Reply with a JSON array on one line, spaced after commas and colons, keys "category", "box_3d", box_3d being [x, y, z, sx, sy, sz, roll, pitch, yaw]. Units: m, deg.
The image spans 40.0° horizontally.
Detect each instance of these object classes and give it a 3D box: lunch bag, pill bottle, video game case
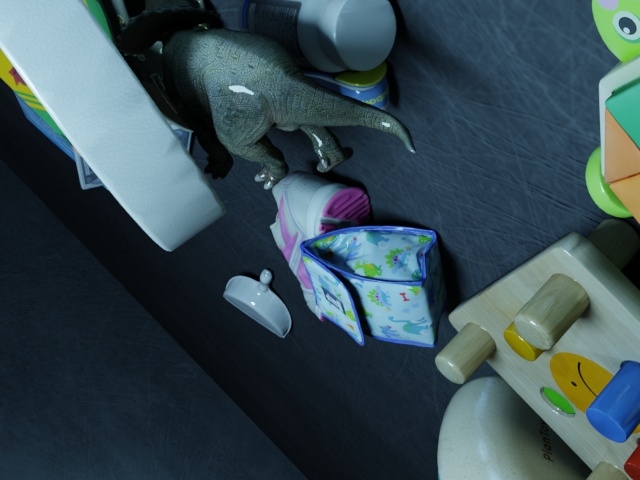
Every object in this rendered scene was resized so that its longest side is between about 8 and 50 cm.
[{"category": "lunch bag", "box_3d": [0.058, 0.051, 0.993, 0.151, 0.096, 0.129, 7, 142, 20]}, {"category": "pill bottle", "box_3d": [-0.003, -0.187, 0.755, 0.137, 0.078, 0.078, 26, 151, 49]}, {"category": "video game case", "box_3d": [-0.285, -0.131, 1.340, 0.190, 0.173, 0.022, 127, 128, -71]}]

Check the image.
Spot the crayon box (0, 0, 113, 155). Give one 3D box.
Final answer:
[{"category": "crayon box", "box_3d": [-0.361, -0.291, 1.167, 0.318, 0.081, 0.202, 43, 124, 13]}]

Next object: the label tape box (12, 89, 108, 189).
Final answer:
[{"category": "label tape box", "box_3d": [-0.427, -0.277, 1.448, 0.249, 0.115, 0.347, 39, 156, 23]}]

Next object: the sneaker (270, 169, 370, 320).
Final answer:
[{"category": "sneaker", "box_3d": [0.000, 0.000, 1.101, 0.111, 0.103, 0.252, 38, 151, 29]}]

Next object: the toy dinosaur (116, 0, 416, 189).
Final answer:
[{"category": "toy dinosaur", "box_3d": [-0.066, -0.120, 0.716, 0.313, 0.121, 0.160, 38, 172, 40]}]

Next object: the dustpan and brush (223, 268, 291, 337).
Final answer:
[{"category": "dustpan and brush", "box_3d": [-0.109, 0.100, 1.601, 0.147, 0.060, 0.211, 34, 166, 6]}]

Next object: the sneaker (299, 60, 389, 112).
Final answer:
[{"category": "sneaker", "box_3d": [0.009, -0.152, 0.837, 0.144, 0.053, 0.059, 31, 157, 42]}]

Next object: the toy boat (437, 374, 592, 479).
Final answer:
[{"category": "toy boat", "box_3d": [0.259, 0.295, 0.932, 0.318, 0.267, 0.148, 28, 120, -2]}]

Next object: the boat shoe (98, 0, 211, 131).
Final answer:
[{"category": "boat shoe", "box_3d": [-0.178, -0.242, 0.975, 0.091, 0.109, 0.305, 31, 152, 51]}]

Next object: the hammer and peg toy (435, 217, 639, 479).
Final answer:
[{"category": "hammer and peg toy", "box_3d": [0.283, 0.159, 0.745, 0.361, 0.127, 0.266, 46, 159, 5]}]

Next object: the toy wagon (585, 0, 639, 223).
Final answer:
[{"category": "toy wagon", "box_3d": [0.254, -0.045, 0.493, 0.344, 0.068, 0.267, 49, 161, -4]}]

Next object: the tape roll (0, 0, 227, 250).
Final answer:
[{"category": "tape roll", "box_3d": [-0.223, -0.164, 0.803, 0.392, 0.072, 0.392, 53, 175, 6]}]
